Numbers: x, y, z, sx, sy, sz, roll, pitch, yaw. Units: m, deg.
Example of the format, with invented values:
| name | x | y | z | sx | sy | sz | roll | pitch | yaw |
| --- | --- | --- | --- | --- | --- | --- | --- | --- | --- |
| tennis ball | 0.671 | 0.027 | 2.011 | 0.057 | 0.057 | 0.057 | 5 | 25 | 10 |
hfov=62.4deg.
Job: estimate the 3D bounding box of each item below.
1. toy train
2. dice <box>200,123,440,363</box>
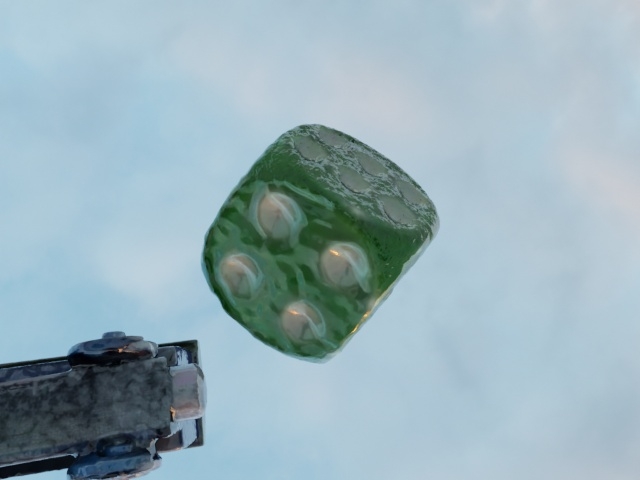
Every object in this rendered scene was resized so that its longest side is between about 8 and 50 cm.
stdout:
| name | x | y | z | sx | sy | sz | roll | pitch | yaw |
| --- | --- | --- | --- | --- | --- | --- | --- | --- | --- |
| toy train | -0.245 | 0.158 | 0.463 | 0.300 | 0.202 | 0.131 | -6 | -104 | -6 |
| dice | 0.000 | 0.000 | 0.884 | 0.297 | 0.300 | 0.287 | 39 | -153 | 6 |
